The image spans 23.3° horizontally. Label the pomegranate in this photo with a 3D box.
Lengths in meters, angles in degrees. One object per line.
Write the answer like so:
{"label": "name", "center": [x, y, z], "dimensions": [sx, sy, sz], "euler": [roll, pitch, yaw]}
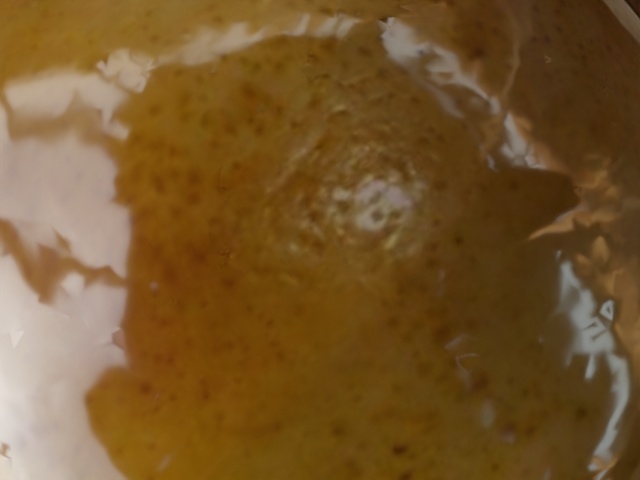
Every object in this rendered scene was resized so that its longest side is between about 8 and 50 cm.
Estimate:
{"label": "pomegranate", "center": [0.000, 0.000, 0.677], "dimensions": [0.416, 0.417, 0.417], "euler": [3, 113, 7]}
